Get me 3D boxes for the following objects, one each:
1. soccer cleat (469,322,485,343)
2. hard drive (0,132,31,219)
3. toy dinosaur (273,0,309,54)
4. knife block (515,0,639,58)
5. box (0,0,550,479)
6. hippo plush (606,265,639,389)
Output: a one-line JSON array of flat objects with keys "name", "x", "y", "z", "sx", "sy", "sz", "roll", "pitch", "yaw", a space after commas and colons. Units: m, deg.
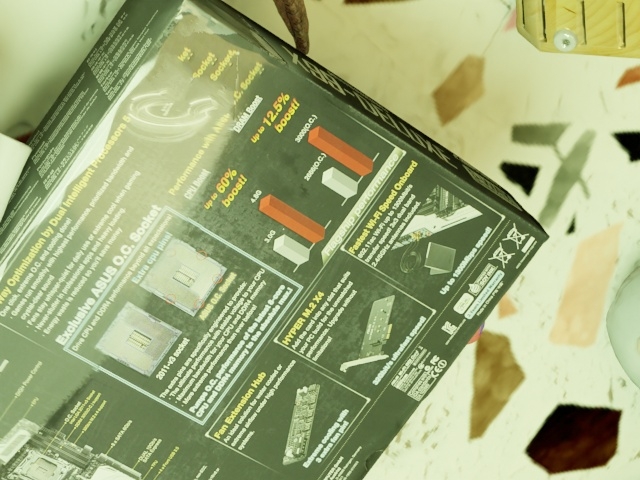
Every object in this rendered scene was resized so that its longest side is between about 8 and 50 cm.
[{"name": "soccer cleat", "x": 0.000, "y": 0.000, "z": 1.120, "sx": 0.248, "sy": 0.083, "sz": 0.095, "roll": 17, "pitch": 99, "yaw": -28}, {"name": "hard drive", "x": -0.273, "y": 0.067, "z": 0.874, "sx": 0.210, "sy": 0.040, "sz": 0.318, "roll": 26, "pitch": 87, "yaw": -48}, {"name": "toy dinosaur", "x": 0.011, "y": -0.220, "z": 0.950, "sx": 0.127, "sy": 0.200, "sz": 0.295, "roll": 7, "pitch": 109, "yaw": -29}, {"name": "knife block", "x": 0.266, "y": -0.203, "z": 1.156, "sx": 0.276, "sy": 0.242, "sz": 0.088, "roll": 5, "pitch": 131, "yaw": 16}, {"name": "box", "x": -0.069, "y": 0.050, "z": 1.026, "sx": 0.242, "sy": 0.076, "sz": 0.307, "roll": 31, "pitch": 101, "yaw": -27}, {"name": "hippo plush", "x": 0.316, "y": 0.052, "z": 1.257, "sx": 0.236, "sy": 0.234, "sz": 0.294, "roll": -30, "pitch": 111, "yaw": 25}]
